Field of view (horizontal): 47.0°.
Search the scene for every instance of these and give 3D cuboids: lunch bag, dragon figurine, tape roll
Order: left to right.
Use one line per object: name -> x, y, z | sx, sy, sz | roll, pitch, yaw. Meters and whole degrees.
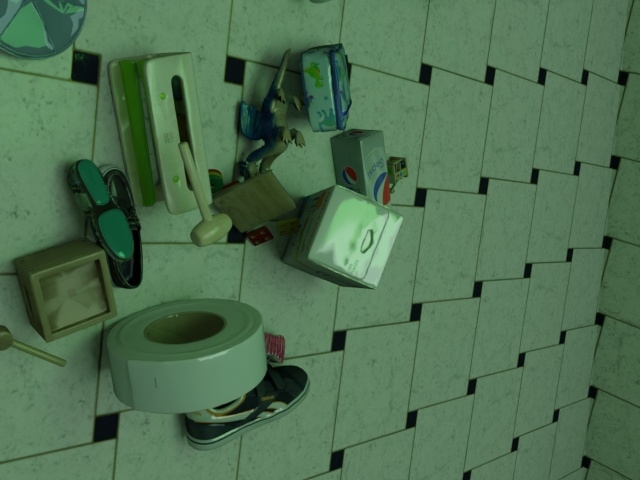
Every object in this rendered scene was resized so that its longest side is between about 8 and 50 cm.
tape roll -> -0.241, 0.201, 1.339 | 0.286, 0.286, 0.100 | -20, 114, -43
dragon figurine -> -0.111, -0.249, 1.516 | 0.085, 0.144, 0.290 | -2, 86, -54
lunch bag -> 0.015, -0.325, 1.572 | 0.219, 0.090, 0.176 | -72, 157, -71

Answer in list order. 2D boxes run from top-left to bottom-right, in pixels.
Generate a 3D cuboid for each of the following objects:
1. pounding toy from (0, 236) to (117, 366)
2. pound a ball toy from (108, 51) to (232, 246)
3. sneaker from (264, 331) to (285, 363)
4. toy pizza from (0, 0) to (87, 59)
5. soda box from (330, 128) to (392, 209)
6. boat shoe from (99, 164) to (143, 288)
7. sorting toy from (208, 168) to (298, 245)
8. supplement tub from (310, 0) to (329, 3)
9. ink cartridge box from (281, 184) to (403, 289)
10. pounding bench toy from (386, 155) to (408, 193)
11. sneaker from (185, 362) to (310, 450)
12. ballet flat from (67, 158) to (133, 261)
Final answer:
pounding toy -> -0.459, 0.116, 1.231 | 0.206, 0.094, 0.181 | -21, 119, -33
pound a ball toy -> -0.242, -0.167, 1.308 | 0.135, 0.208, 0.320 | -24, 115, -42
sneaker -> -0.129, 0.238, 1.640 | 0.170, 0.074, 0.063 | 45, 46, -67
toy pizza -> -0.460, -0.386, 1.151 | 0.201, 0.032, 0.202 | -13, 107, -46
soda box -> 0.105, -0.121, 1.782 | 0.091, 0.098, 0.287 | -28, 118, -41
boat shoe -> -0.355, -0.019, 1.317 | 0.080, 0.076, 0.229 | -12, 108, -46
sorting toy -> -0.134, -0.086, 1.513 | 0.274, 0.132, 0.046 | 53, 16, -53
supplement tub -> -0.008, -0.608, 1.509 | 0.144, 0.144, 0.200 | -52, 132, -26
ink cartridge box -> 0.042, -0.003, 1.602 | 0.168, 0.232, 0.171 | 23, 81, -15
pounding bench toy -> 0.191, -0.168, 1.897 | 0.065, 0.052, 0.083 | -29, 119, -41
sneaker -> -0.148, 0.325, 1.587 | 0.321, 0.126, 0.128 | -23, 121, -41
ballet flat -> -0.378, -0.046, 1.260 | 0.070, 0.070, 0.189 | -21, 90, -43
